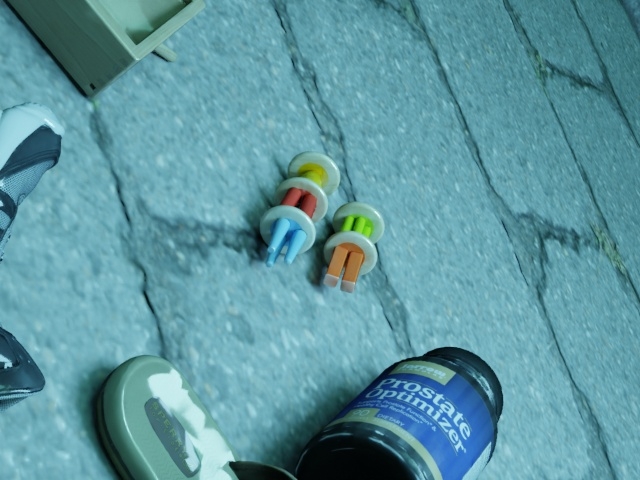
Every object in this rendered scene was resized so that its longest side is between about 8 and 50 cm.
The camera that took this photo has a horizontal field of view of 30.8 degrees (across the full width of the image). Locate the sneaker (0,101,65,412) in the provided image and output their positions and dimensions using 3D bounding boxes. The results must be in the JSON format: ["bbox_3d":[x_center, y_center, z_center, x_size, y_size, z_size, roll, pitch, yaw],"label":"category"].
[{"bbox_3d":[-0.219,0.026,0.715,0.153,0.101,0.268,53,38,-11],"label":"sneaker"}]

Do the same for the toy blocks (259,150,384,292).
[{"bbox_3d":[0.000,0.000,1.082,0.123,0.054,0.148,47,33,-18],"label":"toy blocks"}]

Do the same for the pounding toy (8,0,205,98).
[{"bbox_3d":[-0.173,-0.195,0.984,0.130,0.100,0.141,51,43,-12],"label":"pounding toy"}]

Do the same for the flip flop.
[{"bbox_3d":[-0.050,0.193,0.823,0.277,0.080,0.112,56,31,-4],"label":"flip flop"}]

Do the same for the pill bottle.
[{"bbox_3d":[0.077,0.171,0.981,0.123,0.123,0.219,58,31,-1],"label":"pill bottle"}]
